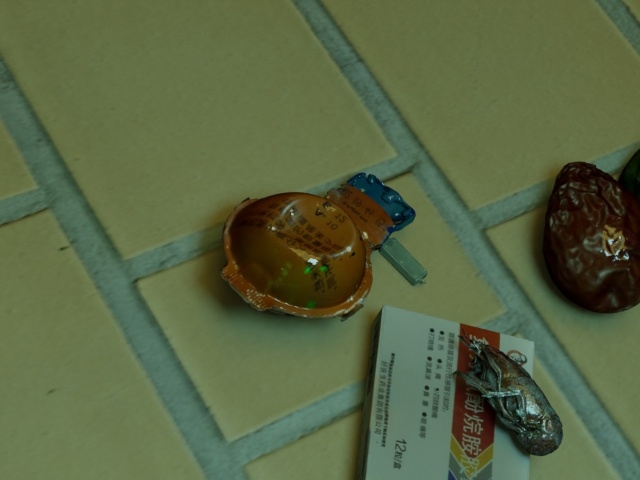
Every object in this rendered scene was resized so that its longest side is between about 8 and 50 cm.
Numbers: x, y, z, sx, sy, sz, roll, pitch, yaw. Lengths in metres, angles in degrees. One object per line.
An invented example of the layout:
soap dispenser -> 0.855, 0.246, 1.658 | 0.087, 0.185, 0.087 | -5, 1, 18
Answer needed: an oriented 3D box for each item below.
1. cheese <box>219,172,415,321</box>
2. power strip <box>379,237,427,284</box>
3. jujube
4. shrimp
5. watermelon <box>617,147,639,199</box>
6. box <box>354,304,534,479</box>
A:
cheese -> 0.000, 0.000, 1.849 | 0.217, 0.129, 0.329 | 41, 44, 14
power strip -> 0.115, 0.030, 1.928 | 0.027, 0.017, 0.083 | -34, 73, -30
jujube -> 0.389, -0.010, 1.967 | 0.168, 0.168, 0.236 | 7, 42, -13
shrimp -> 0.232, 0.189, 1.763 | 0.073, 0.075, 0.190 | -35, 79, -11
watermelon -> 0.546, -0.074, 2.061 | 0.204, 0.127, 0.232 | 36, 57, 13
box -> 0.155, 0.265, 1.767 | 0.214, 0.069, 0.353 | 14, 58, -8
